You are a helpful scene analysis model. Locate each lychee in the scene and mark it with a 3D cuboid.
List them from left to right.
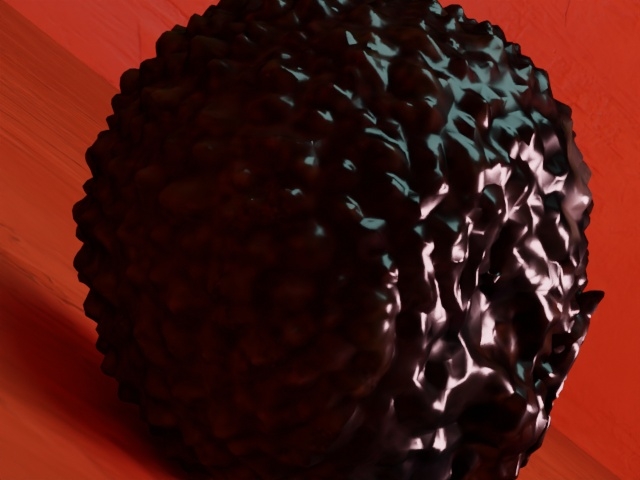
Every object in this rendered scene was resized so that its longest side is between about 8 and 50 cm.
[{"bbox_3d":[0.000,0.000,0.496,0.188,0.188,0.188,39,2,-2],"label":"lychee"}]
